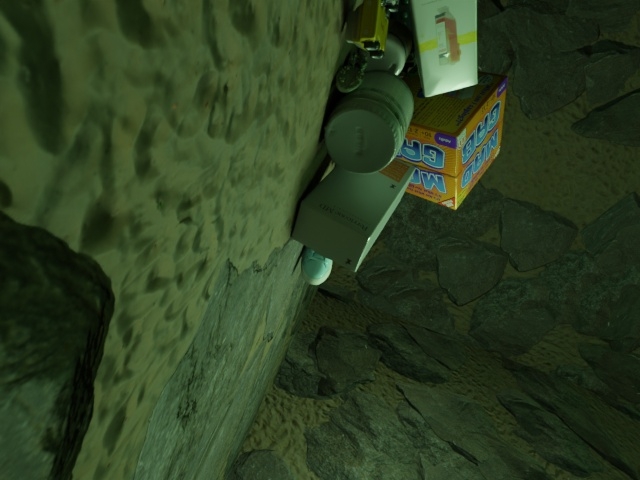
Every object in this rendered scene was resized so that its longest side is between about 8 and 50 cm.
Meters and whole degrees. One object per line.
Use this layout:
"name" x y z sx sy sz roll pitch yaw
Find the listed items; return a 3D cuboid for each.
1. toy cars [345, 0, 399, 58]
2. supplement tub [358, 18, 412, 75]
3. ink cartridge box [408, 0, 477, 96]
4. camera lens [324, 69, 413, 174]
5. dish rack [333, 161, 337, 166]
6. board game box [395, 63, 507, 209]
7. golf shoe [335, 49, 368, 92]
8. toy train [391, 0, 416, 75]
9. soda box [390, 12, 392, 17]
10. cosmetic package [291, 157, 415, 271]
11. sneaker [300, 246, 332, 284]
"toy cars" 0.127 -0.554 0.958 0.176 0.087 0.393 82 21 -55
"supplement tub" 0.206 -0.599 1.279 0.144 0.145 0.199 105 7 -46
"ink cartridge box" 0.327 -0.646 1.122 0.384 0.161 0.278 61 25 -52
"camera lens" 0.144 -0.346 1.180 0.274 0.220 0.219 -65 174 -45
"dish rack" 0.121 -0.418 1.522 0.332 0.073 0.285 98 14 -70
"board game box" 0.448 -0.408 1.573 0.356 0.357 0.356 -48 144 -21
"golf shoe" 0.079 -0.422 1.080 0.086 0.069 0.176 114 1 -51
"toy train" 0.328 -0.823 1.584 0.190 0.143 0.333 -10 107 -77
"soda box" 0.225 -0.780 1.278 0.060 0.054 0.168 97 13 -67
"cosmetic package" 0.122 -0.131 1.341 0.453 0.230 0.161 -52 167 -44
"sneaker" 0.000 0.000 1.680 0.150 0.136 0.365 90 11 -55
